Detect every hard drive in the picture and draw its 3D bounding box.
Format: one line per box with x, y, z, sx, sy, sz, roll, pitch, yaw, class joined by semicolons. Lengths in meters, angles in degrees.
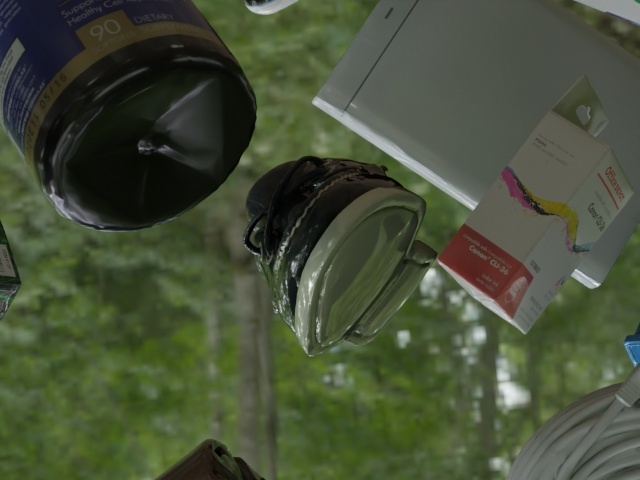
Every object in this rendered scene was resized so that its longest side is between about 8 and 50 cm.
0.201;-0.142;1.646;0.353;0.233;0.047;34;169;-2;hard drive

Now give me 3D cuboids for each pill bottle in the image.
-0.136;-0.116;0.855;0.123;0.122;0.219;-14;-130;-30;pill bottle

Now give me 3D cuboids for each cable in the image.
0.261;0.234;1.216;0.257;0.257;0.089;-38;-179;9;cable

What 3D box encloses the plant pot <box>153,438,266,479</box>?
-0.095;0.233;1.058;0.165;0.167;0.167;-43;-169;3;plant pot

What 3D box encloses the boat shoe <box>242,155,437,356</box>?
0.003;-0.003;1.070;0.113;0.127;0.340;38;-175;11;boat shoe

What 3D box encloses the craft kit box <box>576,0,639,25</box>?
0.119;-0.159;0.512;0.247;0.061;0.250;21;-136;-16;craft kit box

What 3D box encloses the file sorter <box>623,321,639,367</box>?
0.403;0.104;1.511;0.170;0.118;0.104;-7;-146;37;file sorter

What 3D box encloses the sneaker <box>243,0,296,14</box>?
0.018;-0.290;1.572;0.237;0.086;0.085;-42;-138;-24;sneaker

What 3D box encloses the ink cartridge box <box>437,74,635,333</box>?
0.195;-0.029;1.317;0.067;0.198;0.115;36;178;27;ink cartridge box

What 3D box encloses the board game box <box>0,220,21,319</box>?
-0.221;0.064;0.764;0.030;0.259;0.136;11;-142;-34;board game box
